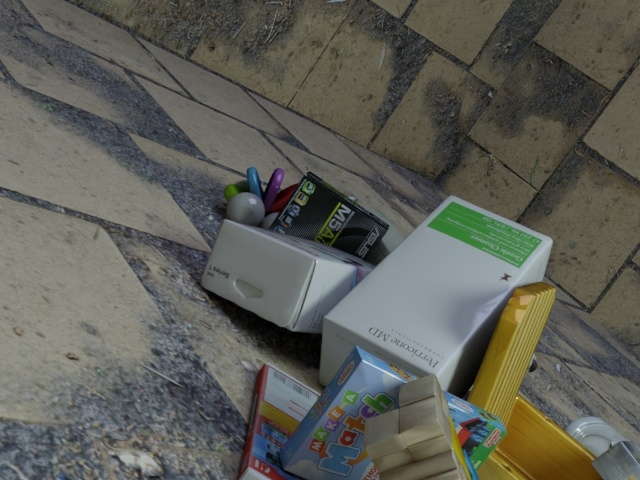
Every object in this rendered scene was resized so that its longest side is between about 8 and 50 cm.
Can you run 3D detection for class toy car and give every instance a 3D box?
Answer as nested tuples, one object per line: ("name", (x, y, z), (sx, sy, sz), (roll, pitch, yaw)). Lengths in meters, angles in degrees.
("toy car", (-0.100, -0.077, 1.791), (0.182, 0.136, 0.159), (31, 14, -12))

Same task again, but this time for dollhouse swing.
("dollhouse swing", (0.338, 0.273, 1.279), (0.315, 0.305, 0.347), (39, 14, 19))

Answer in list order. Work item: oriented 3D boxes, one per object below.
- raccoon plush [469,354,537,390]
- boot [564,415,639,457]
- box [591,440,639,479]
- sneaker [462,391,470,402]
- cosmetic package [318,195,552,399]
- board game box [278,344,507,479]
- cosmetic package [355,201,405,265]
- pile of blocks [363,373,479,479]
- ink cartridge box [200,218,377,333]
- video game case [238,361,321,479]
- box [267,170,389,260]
("raccoon plush", (0.223, 0.163, 1.780), (0.446, 0.216, 0.299), (8, 12, 28))
("boot", (0.586, 0.429, 1.743), (0.258, 0.095, 0.123), (26, 9, -34))
("box", (0.485, 0.383, 1.305), (0.183, 0.056, 0.231), (55, 11, 24))
("sneaker", (0.193, 0.240, 1.546), (0.188, 0.066, 0.071), (42, 17, 31))
("cosmetic package", (0.179, 0.108, 1.357), (0.197, 0.155, 0.365), (25, 44, 24))
("board game box", (0.084, 0.231, 1.024), (0.211, 0.160, 0.039), (29, 14, -21))
("cosmetic package", (0.104, 0.065, 1.741), (0.113, 0.160, 0.309), (30, 16, -22))
("pile of blocks", (0.119, 0.324, 0.905), (0.149, 0.112, 0.362), (44, 28, -56))
("ink cartridge box", (-0.021, 0.066, 1.435), (0.201, 0.117, 0.278), (22, 5, 35))
("video game case", (0.002, 0.266, 1.107), (0.204, 0.025, 0.285), (33, 14, -8))
("box", (0.000, 0.000, 1.651), (0.184, 0.191, 0.045), (35, 11, 1))
